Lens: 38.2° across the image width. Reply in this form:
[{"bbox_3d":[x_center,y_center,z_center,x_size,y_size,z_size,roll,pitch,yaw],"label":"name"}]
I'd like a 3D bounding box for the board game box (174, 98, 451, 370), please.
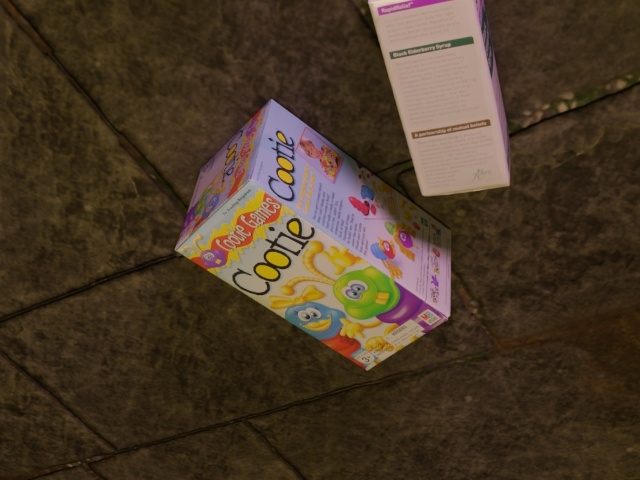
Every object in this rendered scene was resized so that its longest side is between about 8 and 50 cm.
[{"bbox_3d":[0.000,0.000,1.039,0.275,0.144,0.142,35,129,-22],"label":"board game box"}]

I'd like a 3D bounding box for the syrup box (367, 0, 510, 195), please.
[{"bbox_3d":[0.121,-0.165,0.899,0.096,0.093,0.237,-7,132,15],"label":"syrup box"}]
